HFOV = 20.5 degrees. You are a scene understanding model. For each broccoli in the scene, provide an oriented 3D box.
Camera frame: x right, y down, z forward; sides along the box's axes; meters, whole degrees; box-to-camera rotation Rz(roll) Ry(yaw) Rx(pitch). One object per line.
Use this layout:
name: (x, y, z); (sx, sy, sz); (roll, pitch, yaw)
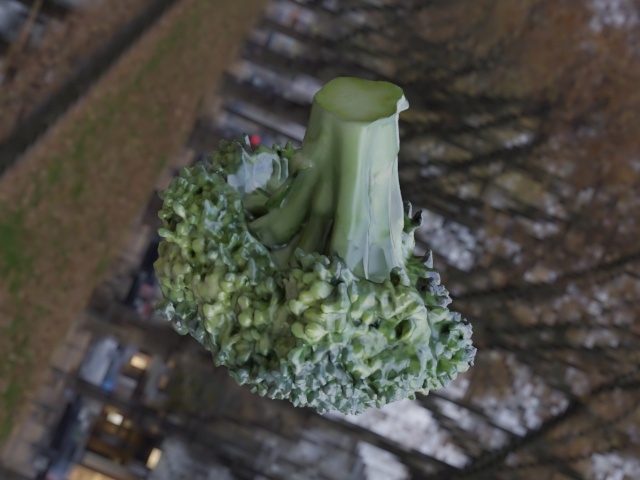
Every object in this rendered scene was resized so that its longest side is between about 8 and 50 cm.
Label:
broccoli: (-0.010, 0.017, 1.364); (0.235, 0.288, 0.260); (-46, 146, -23)
